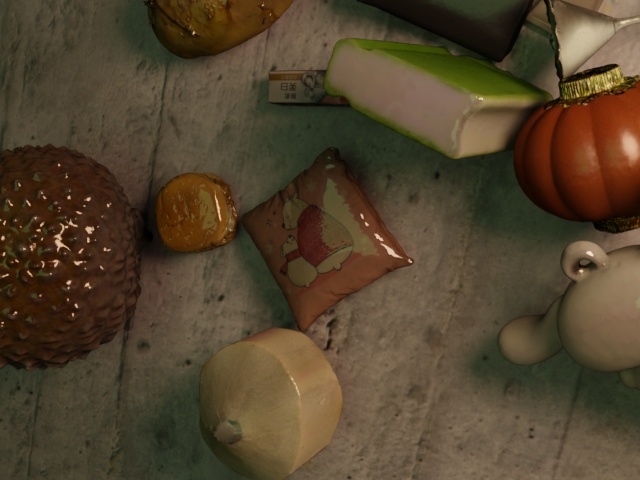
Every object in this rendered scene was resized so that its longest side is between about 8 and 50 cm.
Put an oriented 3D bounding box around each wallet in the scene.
[{"bbox_3d":[0.174,-0.361,1.033,0.250,0.044,0.149,28,116,7],"label":"wallet"}]

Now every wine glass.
[{"bbox_3d":[0.381,-0.270,0.926,0.182,0.122,0.122,-9,91,17],"label":"wine glass"}]

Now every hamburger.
[{"bbox_3d":[-0.216,-0.049,1.279,0.147,0.083,0.138,-12,85,24],"label":"hamburger"}]

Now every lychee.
[{"bbox_3d":[-0.488,0.032,1.260,0.380,0.432,0.381,32,133,43],"label":"lychee"}]

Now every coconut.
[{"bbox_3d":[-0.086,0.253,1.161,0.241,0.241,0.241,3,96,27],"label":"coconut"}]

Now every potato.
[{"bbox_3d":[-0.156,-0.393,1.184,0.300,0.140,0.173,-16,83,31],"label":"potato"}]

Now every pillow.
[{"bbox_3d":[0.000,0.000,1.170,0.236,0.084,0.223,-33,80,29],"label":"pillow"}]

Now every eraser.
[{"bbox_3d":[0.162,-0.192,0.971,0.210,0.274,0.092,31,116,23],"label":"eraser"}]

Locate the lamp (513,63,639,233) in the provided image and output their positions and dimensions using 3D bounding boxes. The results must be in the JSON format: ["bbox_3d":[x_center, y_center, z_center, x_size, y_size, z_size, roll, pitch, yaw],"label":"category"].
[{"bbox_3d":[0.349,-0.110,0.907,0.223,0.223,0.197,-11,104,27],"label":"lamp"}]

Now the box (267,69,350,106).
[{"bbox_3d":[0.019,-0.238,1.164,0.218,0.039,0.055,7,97,27],"label":"box"}]

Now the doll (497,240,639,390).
[{"bbox_3d":[0.439,0.109,0.872,0.365,0.376,0.187,34,67,2],"label":"doll"}]

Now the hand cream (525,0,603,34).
[{"bbox_3d":[0.357,-0.355,0.978,0.087,0.054,0.186,37,118,16],"label":"hand cream"}]
